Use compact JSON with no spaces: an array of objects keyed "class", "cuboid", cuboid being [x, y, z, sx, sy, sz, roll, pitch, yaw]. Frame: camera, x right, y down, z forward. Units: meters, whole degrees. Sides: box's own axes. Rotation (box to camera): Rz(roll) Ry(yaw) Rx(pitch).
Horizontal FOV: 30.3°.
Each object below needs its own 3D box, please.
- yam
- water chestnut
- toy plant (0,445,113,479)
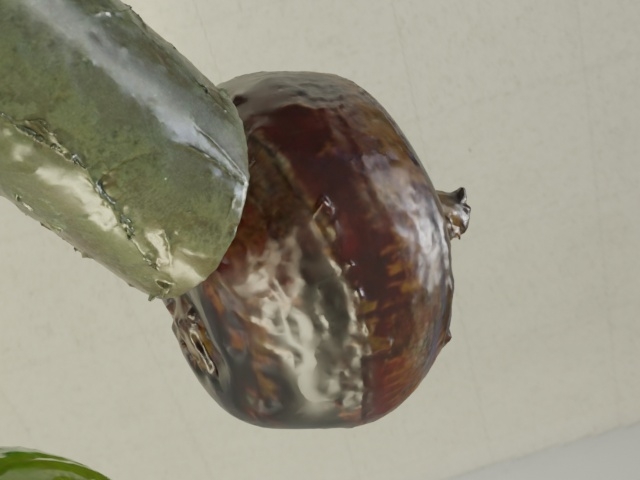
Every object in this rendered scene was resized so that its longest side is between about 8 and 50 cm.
[{"class":"yam","cuboid":[-0.187,-0.102,0.800,0.168,0.168,0.304,-40,121,20]},{"class":"water chestnut","cuboid":[0.000,0.000,1.078,0.302,0.350,0.350,-21,133,-20]},{"class":"toy plant","cuboid":[-0.233,0.192,0.596,0.316,0.224,0.184,0,128,40]}]
